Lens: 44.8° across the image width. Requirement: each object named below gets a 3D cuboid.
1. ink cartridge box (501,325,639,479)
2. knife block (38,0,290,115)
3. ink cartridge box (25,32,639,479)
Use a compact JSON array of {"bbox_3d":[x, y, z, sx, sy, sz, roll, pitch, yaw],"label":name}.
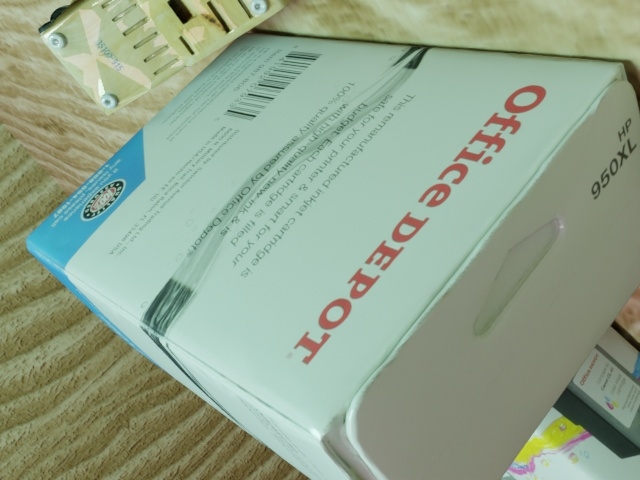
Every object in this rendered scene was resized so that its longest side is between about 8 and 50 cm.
[{"bbox_3d":[0.222,0.170,0.753,0.306,0.131,0.226,41,161,1],"label":"ink cartridge box"},{"bbox_3d":[-0.148,-0.230,0.729,0.276,0.242,0.088,-26,120,21],"label":"knife block"},{"bbox_3d":[0.000,0.000,0.587,0.395,0.285,0.166,21,153,47],"label":"ink cartridge box"}]
